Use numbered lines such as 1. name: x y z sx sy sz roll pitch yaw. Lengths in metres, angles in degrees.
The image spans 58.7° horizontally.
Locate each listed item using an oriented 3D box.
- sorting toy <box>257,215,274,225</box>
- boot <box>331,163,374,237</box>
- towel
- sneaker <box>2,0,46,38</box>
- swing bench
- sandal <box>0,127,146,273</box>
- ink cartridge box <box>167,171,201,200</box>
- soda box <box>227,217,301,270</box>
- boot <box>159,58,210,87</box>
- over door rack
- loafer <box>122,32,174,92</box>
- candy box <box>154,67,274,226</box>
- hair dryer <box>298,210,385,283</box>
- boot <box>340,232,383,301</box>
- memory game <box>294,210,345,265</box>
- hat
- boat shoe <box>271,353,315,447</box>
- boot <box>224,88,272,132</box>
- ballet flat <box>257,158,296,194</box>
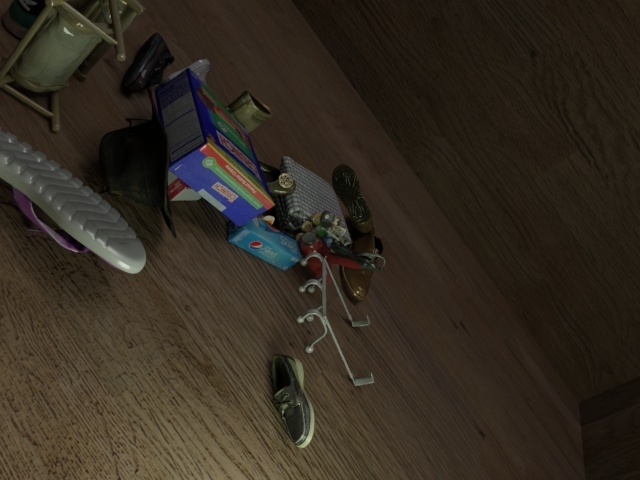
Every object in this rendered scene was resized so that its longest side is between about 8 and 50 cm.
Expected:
1. sorting toy: -0.183 -0.055 1.566 0.075 0.083 0.045 17 84 -40
2. boot: 0.119 -0.123 2.014 0.269 0.089 0.236 54 16 -76
3. towel: -0.045 -0.097 1.784 0.284 0.121 0.235 27 39 -46
4. sneaker: -0.612 -0.551 1.372 0.108 0.121 0.302 50 26 -8
5. swing bench: -0.528 -0.414 1.198 0.165 0.253 0.254 36 31 -32
6. sandal: -0.493 -0.066 1.030 0.416 0.102 0.169 40 12 0
7. ink cartridge box: -0.355 -0.177 1.417 0.150 0.063 0.109 59 25 9
8. soda box: -0.151 0.002 1.540 0.210 0.067 0.071 33 33 -38
9. boot: -0.377 -0.455 1.705 0.123 0.095 0.258 55 31 -17
10. over door rack: 0.030 0.223 1.555 0.324 0.108 0.239 54 23 -34
11. loafer: -0.459 -0.480 1.569 0.095 0.109 0.302 43 25 -31
12. candy box: -0.266 -0.230 1.411 0.268 0.122 0.317 45 19 -48
13. hair dryer: 0.036 0.056 1.596 0.223 0.293 0.080 42 62 2
14. boot: 0.144 0.075 1.892 0.112 0.115 0.305 45 29 -22
15. memory game: 0.000 0.000 1.693 0.186 0.186 0.012 28 1 -43
16. hat: -0.391 -0.158 1.198 0.134 0.331 0.331 -7 57 -18
17. boat shoe: -0.071 0.347 1.255 0.073 0.080 0.223 28 31 -33
18. boot: -0.279 -0.352 1.591 0.262 0.203 0.095 23 39 -49
19. ballet flat: -0.183 -0.206 1.633 0.250 0.058 0.084 27 52 1
